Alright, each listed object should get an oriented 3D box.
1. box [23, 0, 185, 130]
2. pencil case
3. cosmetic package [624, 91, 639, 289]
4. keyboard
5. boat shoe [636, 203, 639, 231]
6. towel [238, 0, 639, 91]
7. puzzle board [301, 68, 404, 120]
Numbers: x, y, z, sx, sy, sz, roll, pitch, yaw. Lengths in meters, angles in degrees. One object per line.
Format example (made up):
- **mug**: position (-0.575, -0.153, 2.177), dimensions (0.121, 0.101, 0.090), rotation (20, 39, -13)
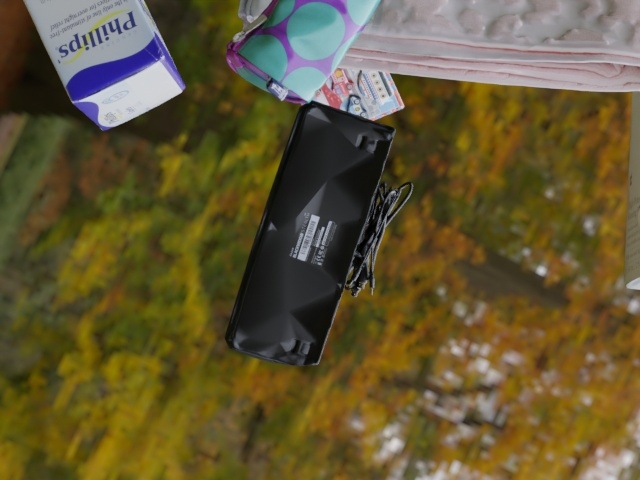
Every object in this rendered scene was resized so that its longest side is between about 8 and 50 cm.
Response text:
- **box**: position (-0.159, -0.159, 1.213), dimensions (0.072, 0.137, 0.126), rotation (-25, 175, 0)
- **pencil case**: position (0.002, -0.162, 1.120), dimensions (0.152, 0.070, 0.064), rotation (-57, -146, 2)
- **cosmetic package**: position (0.343, -0.073, 1.642), dimensions (0.117, 0.085, 0.231), rotation (123, -30, -78)
- **keyboard**: position (0.000, 0.000, 1.278), dimensions (0.038, 0.100, 0.192), rotation (-145, -106, -77)
- **boat shoe**: position (0.380, -0.146, 1.466), dimensions (0.340, 0.127, 0.158), rotation (-43, -134, 22)
- **towel**: position (0.111, -0.259, 1.319), dimensions (0.053, 0.317, 0.332), rotation (93, 3, -56)
- **puzzle board**: position (0.019, -0.168, 1.782), dimensions (0.096, 0.128, 0.011), rotation (-22, -146, 8)
